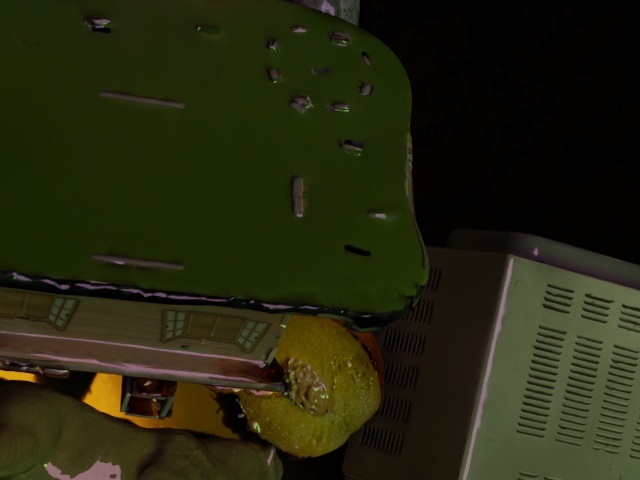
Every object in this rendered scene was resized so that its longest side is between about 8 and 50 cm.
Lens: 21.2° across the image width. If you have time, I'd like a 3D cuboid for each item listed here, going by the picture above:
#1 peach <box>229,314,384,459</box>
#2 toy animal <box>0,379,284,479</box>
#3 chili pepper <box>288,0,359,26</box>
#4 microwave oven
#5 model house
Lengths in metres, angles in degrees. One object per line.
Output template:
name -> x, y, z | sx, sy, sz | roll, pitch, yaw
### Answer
peach -> -0.007, 0.075, 1.007 | 0.098, 0.061, 0.098 | 4, 111, 11
toy animal -> -0.112, 0.134, 0.941 | 0.218, 0.103, 0.101 | 19, 56, -20
chili pepper -> 0.001, -0.139, 1.028 | 0.050, 0.041, 0.153 | 18, 77, -70
microwave oven -> 0.158, 0.100, 1.048 | 0.240, 0.145, 0.194 | 15, 82, -27
model house -> -0.107, -0.017, 0.909 | 0.293, 0.154, 0.207 | 7, 52, -13
